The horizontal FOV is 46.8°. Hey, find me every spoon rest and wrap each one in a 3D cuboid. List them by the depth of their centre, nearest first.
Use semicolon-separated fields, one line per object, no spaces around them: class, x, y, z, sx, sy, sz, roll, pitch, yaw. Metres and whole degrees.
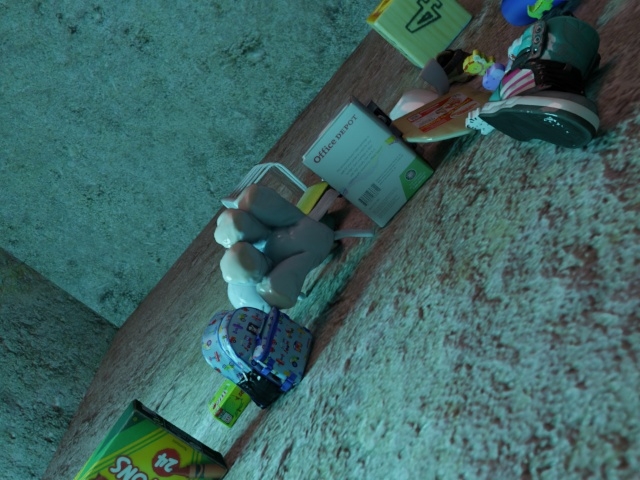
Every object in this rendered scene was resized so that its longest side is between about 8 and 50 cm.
spoon rest;0.231;-0.323;1.728;0.137;0.084;0.276;-55;1;-16

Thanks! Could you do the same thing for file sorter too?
file sorter;-0.142;-0.110;2.110;0.173;0.193;0.277;-50;14;-6

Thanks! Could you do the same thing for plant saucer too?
plant saucer;-0.044;-0.041;1.771;0.188;0.045;0.188;-58;-10;-20

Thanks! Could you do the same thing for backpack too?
backpack;-0.118;0.189;1.335;0.117;0.173;0.158;-41;17;37

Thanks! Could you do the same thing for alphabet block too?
alphabet block;0.267;-0.609;2.028;0.193;0.197;0.192;-50;14;10

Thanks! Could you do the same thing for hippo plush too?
hippo plush;-0.102;0.023;1.491;0.294;0.234;0.236;-40;-3;-30

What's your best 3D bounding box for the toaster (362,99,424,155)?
toaster;0.108;-0.195;1.588;0.110;0.168;0.185;-54;15;-18

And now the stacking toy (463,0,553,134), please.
stacking toy;0.326;-0.308;1.277;0.221;0.052;0.167;-45;32;49

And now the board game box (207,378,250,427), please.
board game box;-0.151;0.278;1.484;0.181;0.043;0.092;-54;15;-8

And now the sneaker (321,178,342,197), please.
sneaker;0.064;-0.187;1.862;0.106;0.078;0.234;-46;10;24

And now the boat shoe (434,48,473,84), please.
boat shoe;0.293;-0.401;1.688;0.080;0.073;0.223;-52;14;-2

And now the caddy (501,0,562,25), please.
caddy;0.420;-0.582;1.410;0.341;0.241;0.179;-58;9;-22

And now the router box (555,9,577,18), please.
router box;0.390;-0.338;1.304;0.092;0.038;0.122;-58;15;-21

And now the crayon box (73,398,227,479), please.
crayon box;-0.338;0.468;1.290;0.319;0.202;0.081;-55;14;-6

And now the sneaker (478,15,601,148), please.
sneaker;0.341;-0.231;1.053;0.178;0.123;0.295;-60;12;5

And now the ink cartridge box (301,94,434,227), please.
ink cartridge box;0.089;-0.156;1.447;0.154;0.212;0.093;-48;14;16

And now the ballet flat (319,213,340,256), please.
ballet flat;0.000;0.000;1.659;0.221;0.076;0.079;-87;18;-74

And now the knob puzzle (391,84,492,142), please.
knob puzzle;0.246;-0.228;1.415;0.213;0.030;0.213;-19;28;11
